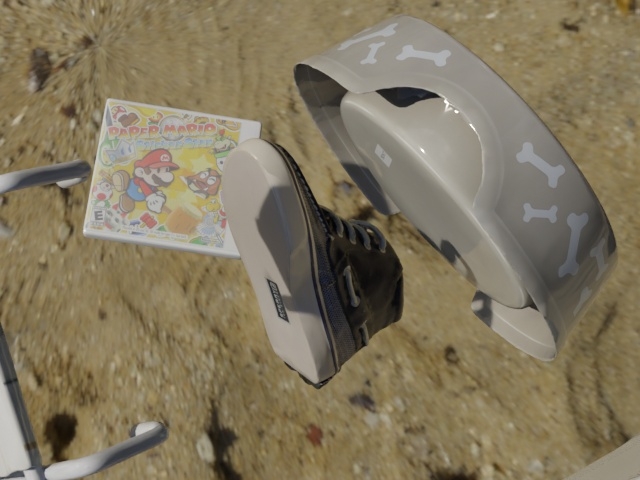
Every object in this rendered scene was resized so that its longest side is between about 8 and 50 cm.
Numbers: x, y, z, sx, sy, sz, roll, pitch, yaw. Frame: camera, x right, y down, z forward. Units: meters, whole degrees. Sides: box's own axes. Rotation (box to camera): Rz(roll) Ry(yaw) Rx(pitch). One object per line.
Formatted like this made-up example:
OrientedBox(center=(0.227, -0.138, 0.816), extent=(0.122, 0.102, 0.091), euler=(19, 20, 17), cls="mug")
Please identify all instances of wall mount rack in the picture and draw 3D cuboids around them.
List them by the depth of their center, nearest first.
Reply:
OrientedBox(center=(-0.268, 0.081, 0.943), extent=(0.304, 0.130, 0.350), euler=(-15, 92, 37), cls="wall mount rack")

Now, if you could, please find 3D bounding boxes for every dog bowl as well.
OrientedBox(center=(0.125, -0.055, 1.125), extent=(0.102, 0.349, 0.349), euler=(-41, 103, -7), cls="dog bowl")

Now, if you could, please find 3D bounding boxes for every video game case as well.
OrientedBox(center=(-0.207, -0.088, 1.775), extent=(0.227, 0.026, 0.206), euler=(8, 73, -4), cls="video game case")

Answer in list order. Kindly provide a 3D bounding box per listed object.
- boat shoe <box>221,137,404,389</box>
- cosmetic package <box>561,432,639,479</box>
OrientedBox(center=(0.000, 0.000, 1.424), extent=(0.158, 0.127, 0.340), euler=(-35, 136, -25), cls="boat shoe")
OrientedBox(center=(0.253, 0.253, 0.988), extent=(0.217, 0.385, 0.156), euler=(-28, 78, -5), cls="cosmetic package")
